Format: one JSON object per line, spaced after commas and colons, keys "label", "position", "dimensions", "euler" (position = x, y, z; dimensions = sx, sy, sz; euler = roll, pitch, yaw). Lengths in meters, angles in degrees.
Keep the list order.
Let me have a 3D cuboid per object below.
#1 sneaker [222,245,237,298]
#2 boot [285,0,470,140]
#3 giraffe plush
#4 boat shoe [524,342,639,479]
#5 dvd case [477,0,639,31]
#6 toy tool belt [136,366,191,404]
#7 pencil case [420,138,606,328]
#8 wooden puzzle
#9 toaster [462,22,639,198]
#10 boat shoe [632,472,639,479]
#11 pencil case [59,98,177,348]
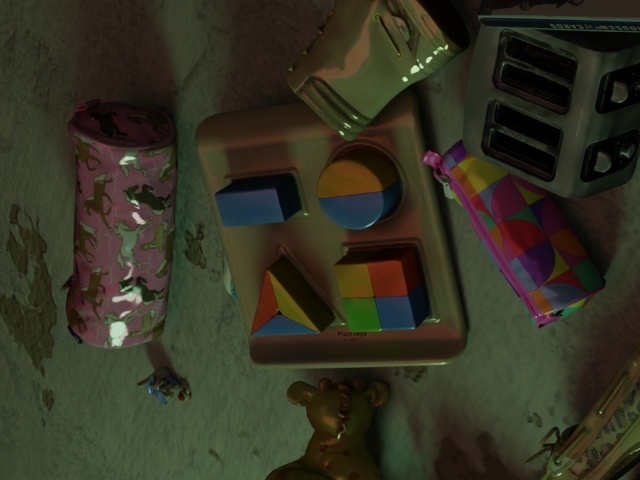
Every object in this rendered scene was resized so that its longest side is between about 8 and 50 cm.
{"label": "sneaker", "position": [-0.103, -0.029, 1.717], "dimensions": [0.092, 0.087, 0.228], "euler": [30, 121, 41]}
{"label": "boot", "position": [0.024, -0.268, 1.429], "dimensions": [0.203, 0.095, 0.262], "euler": [-39, 85, 31]}
{"label": "giraffe plush", "position": [0.018, 0.273, 1.686], "dimensions": [0.210, 0.181, 0.170], "euler": [-15, 75, 59]}
{"label": "boat shoe", "position": [0.320, 0.212, 1.382], "dimensions": [0.089, 0.105, 0.285], "euler": [53, 127, 21]}
{"label": "dvd case", "position": [0.275, -0.282, 1.159], "dimensions": [0.239, 0.030, 0.179], "euler": [11, 79, 38]}
{"label": "toy tool belt", "position": [-0.256, 0.245, 2.019], "dimensions": [0.083, 0.051, 0.052], "euler": [30, 128, 33]}
{"label": "pencil case", "position": [0.215, -0.017, 1.376], "dimensions": [0.236, 0.104, 0.104], "euler": [55, 138, 10]}
{"label": "wooden puzzle", "position": [0.000, 0.000, 1.559], "dimensions": [0.322, 0.080, 0.347], "euler": [-5, 104, 30]}
{"label": "toaster", "position": [0.242, -0.154, 1.275], "dimensions": [0.186, 0.110, 0.168], "euler": [30, 127, 34]}
{"label": "boat shoe", "position": [0.399, 0.284, 1.311], "dimensions": [0.123, 0.116, 0.324], "euler": [53, 137, 14]}
{"label": "pencil case", "position": [-0.304, -0.023, 1.868], "dimensions": [0.160, 0.167, 0.386], "euler": [-113, 27, -53]}
